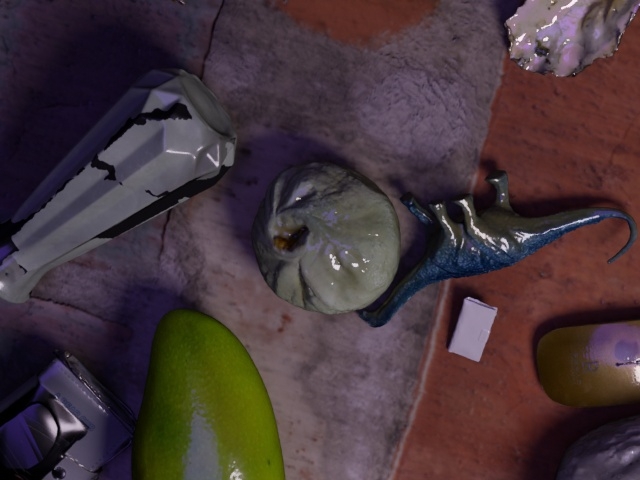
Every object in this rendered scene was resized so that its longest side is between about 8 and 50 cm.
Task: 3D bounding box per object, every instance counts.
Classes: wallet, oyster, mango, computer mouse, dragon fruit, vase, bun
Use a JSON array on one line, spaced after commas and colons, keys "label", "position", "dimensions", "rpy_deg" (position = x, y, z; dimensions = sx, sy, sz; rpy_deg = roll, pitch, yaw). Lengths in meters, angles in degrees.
[{"label": "wallet", "position": [0.187, 0.110, 1.927], "dimensions": [0.044, 0.011, 0.083], "rpy_deg": [20, 122, 8]}, {"label": "oyster", "position": [0.308, -0.283, 1.854], "dimensions": [0.133, 0.072, 0.209], "rpy_deg": [30, 121, 2]}, {"label": "mango", "position": [-0.147, 0.254, 1.960], "dimensions": [0.192, 0.156, 0.343], "rpy_deg": [-8, 90, 5]}, {"label": "computer mouse", "position": [0.361, 0.146, 1.890], "dimensions": [0.199, 0.045, 0.102], "rpy_deg": [-6, 97, 14]}, {"label": "wallet", "position": [-0.365, 0.268, 2.034], "dimensions": [0.231, 0.069, 0.170], "rpy_deg": [-39, 103, 7]}, {"label": "dragon fruit", "position": [0.373, 0.346, 1.826], "dimensions": [0.221, 0.204, 0.283], "rpy_deg": [2, 95, 13]}, {"label": "vase", "position": [-0.277, -0.063, 1.964], "dimensions": [0.360, 0.165, 0.165], "rpy_deg": [-36, 87, 17]}, {"label": "bun", "position": [0.000, 0.000, 1.899], "dimensions": [0.195, 0.118, 0.195], "rpy_deg": [0, 89, 30]}]

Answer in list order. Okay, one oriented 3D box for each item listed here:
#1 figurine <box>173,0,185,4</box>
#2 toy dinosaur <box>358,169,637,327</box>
[{"label": "figurine", "position": [-0.162, -0.391, 1.941], "dimensions": [0.176, 0.121, 0.122], "rpy_deg": [-41, 58, 0]}, {"label": "toy dinosaur", "position": [0.193, -0.005, 1.901], "dimensions": [0.363, 0.076, 0.147], "rpy_deg": [-19, 110, 15]}]
